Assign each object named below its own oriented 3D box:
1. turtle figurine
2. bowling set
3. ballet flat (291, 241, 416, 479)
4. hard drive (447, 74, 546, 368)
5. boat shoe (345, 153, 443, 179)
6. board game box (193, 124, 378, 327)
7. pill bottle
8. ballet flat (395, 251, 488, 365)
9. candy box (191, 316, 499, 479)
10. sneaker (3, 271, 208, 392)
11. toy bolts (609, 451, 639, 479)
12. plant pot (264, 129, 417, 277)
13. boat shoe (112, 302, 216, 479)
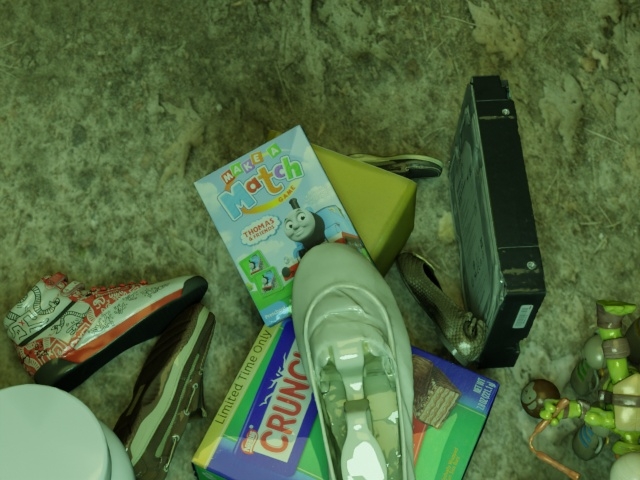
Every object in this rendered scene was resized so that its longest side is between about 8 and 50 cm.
[{"bbox_3d":[0.395,0.186,1.516,0.269,0.087,0.217,5,92,6],"label":"turtle figurine"},{"bbox_3d":[0.373,0.210,1.624,0.200,0.154,0.287,0,60,-3],"label":"bowling set"},{"bbox_3d":[0.047,0.182,1.461,0.139,0.139,0.400,-7,76,-7],"label":"ballet flat"},{"bbox_3d":[0.234,-0.024,1.702,0.064,0.237,0.339,-1,61,-4],"label":"hard drive"},{"bbox_3d":[0.106,-0.098,1.846,0.152,0.056,0.049,0,65,8],"label":"boat shoe"},{"bbox_3d":[-0.046,-0.018,1.600,0.160,0.039,0.211,-29,82,5],"label":"board game box"},{"bbox_3d":[-0.309,0.310,1.415,0.210,0.363,0.210,1,60,-2],"label":"pill bottle"},{"bbox_3d":[0.165,0.081,1.679,0.058,0.084,0.250,-43,30,9],"label":"ballet flat"},{"bbox_3d":[0.034,0.250,1.604,0.317,0.122,0.268,22,64,11],"label":"candy box"},{"bbox_3d":[-0.298,0.085,1.699,0.270,0.090,0.145,-33,70,-16],"label":"sneaker"},{"bbox_3d":[0.419,0.250,1.359,0.158,0.228,0.218,10,82,-6],"label":"toy bolts"},{"bbox_3d":[0.000,0.000,1.707,0.212,0.212,0.187,20,76,8],"label":"plant pot"},{"bbox_3d":[-0.194,0.208,1.649,0.095,0.095,0.257,38,60,-21],"label":"boat shoe"}]
